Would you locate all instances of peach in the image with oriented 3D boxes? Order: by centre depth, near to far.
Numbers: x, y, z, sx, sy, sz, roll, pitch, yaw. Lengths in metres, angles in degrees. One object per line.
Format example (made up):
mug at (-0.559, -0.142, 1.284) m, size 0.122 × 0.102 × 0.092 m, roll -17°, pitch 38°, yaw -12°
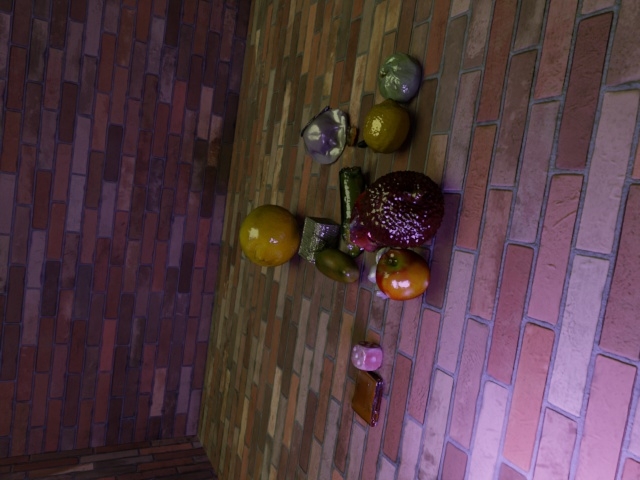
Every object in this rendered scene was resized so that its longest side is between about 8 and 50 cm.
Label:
peach at (0.285, 0.120, 1.592) m, size 0.197 × 0.197 × 0.197 m, roll -17°, pitch 70°, yaw 59°

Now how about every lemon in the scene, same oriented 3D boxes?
lemon at (0.248, -0.427, 1.757) m, size 0.193 × 0.180 × 0.180 m, roll -49°, pitch 35°, yaw 2°
lemon at (-0.267, -0.029, 2.462) m, size 0.348 × 0.348 × 0.347 m, roll -17°, pitch 70°, yaw 59°

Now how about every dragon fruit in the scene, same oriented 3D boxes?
dragon fruit at (0.207, -0.075, 1.777) m, size 0.161 × 0.126 × 0.274 m, roll 15°, pitch 105°, yaw 40°

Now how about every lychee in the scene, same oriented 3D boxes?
lychee at (0.274, -0.105, 1.560) m, size 0.304 × 0.276 × 0.275 m, roll 121°, pitch 146°, yaw -66°

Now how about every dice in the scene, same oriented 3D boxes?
dice at (0.180, 0.448, 1.808) m, size 0.091 × 0.094 × 0.093 m, roll 16°, pitch 98°, yaw 61°

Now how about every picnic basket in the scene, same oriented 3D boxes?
picnic basket at (0.000, 0.000, 2.171) m, size 0.154 × 0.134 × 0.196 m, roll 37°, pitch 117°, yaw 61°

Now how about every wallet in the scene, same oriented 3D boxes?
wallet at (0.185, 0.609, 1.831) m, size 0.161 × 0.042 × 0.195 m, roll -159°, pitch 74°, yaw -65°

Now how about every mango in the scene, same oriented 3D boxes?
mango at (0.080, 0.114, 1.997) m, size 0.129 × 0.146 × 0.289 m, roll -44°, pitch 35°, yaw -11°

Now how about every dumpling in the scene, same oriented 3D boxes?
dumpling at (0.011, -0.498, 2.217) m, size 0.293 × 0.163 × 0.204 m, roll -38°, pitch 47°, yaw 37°

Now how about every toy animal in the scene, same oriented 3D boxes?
toy animal at (0.241, 0.126, 1.787) m, size 0.127 × 0.131 × 0.181 m, roll -24°, pitch 68°, yaw 22°

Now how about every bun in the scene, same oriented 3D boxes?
bun at (0.290, -0.620, 1.780) m, size 0.195 × 0.118 × 0.195 m, roll -11°, pitch 77°, yaw 56°

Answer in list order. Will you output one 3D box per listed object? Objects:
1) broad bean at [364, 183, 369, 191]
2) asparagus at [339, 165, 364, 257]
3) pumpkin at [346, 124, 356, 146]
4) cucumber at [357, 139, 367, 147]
broad bean at (0.209, -0.131, 1.905) m, size 0.070 × 0.048 × 0.213 m, roll -25°, pitch 67°, yaw 56°
asparagus at (0.138, -0.120, 1.969) m, size 0.128 × 0.108 × 0.381 m, roll 149°, pitch 120°, yaw -73°
pumpkin at (0.143, -0.473, 2.103) m, size 0.073 × 0.035 × 0.101 m, roll -144°, pitch 60°, yaw -70°
cucumber at (0.198, -0.421, 1.993) m, size 0.133 × 0.032 × 0.032 m, roll -12°, pitch 75°, yaw 59°
